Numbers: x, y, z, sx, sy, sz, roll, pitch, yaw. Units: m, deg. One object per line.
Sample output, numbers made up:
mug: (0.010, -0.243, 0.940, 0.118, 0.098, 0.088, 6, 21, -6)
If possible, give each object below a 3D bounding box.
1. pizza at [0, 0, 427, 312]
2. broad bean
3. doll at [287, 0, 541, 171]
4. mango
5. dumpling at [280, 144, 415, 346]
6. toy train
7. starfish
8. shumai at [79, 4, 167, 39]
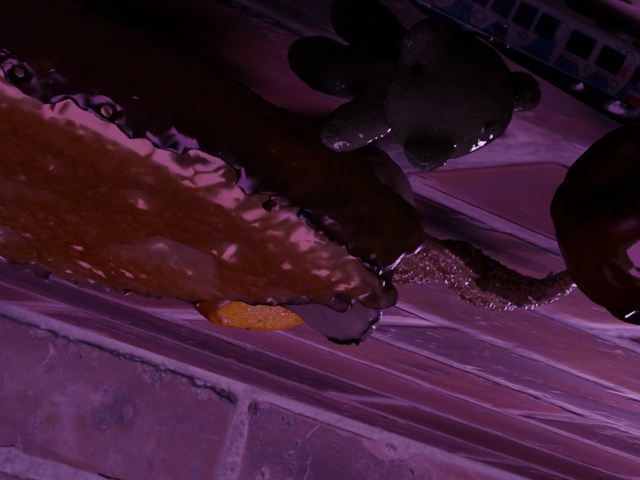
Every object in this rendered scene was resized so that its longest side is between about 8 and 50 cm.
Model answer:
pizza: (-0.129, -0.052, 1.141, 0.391, 0.080, 0.435, 13, 161, 16)
broad bean: (0.232, -0.010, 1.206, 0.156, 0.122, 0.228, -17, 164, 20)
doll: (0.043, -0.097, 1.055, 0.150, 0.115, 0.077, 29, 148, 39)
mango: (-0.064, 0.040, 1.944, 0.141, 0.102, 0.217, -13, 164, 15)
dumpling: (0.000, 0.000, 1.474, 0.142, 0.173, 0.247, -14, -169, -28)
toy train: (0.134, -0.107, 1.027, 0.207, 0.047, 0.043, 23, -171, -31)
starfish: (0.127, 0.023, 1.682, 0.216, 0.071, 0.238, 13, 177, 43)
shumai: (-0.126, -0.086, 1.342, 0.201, 0.201, 0.120, 8, -151, 34)
